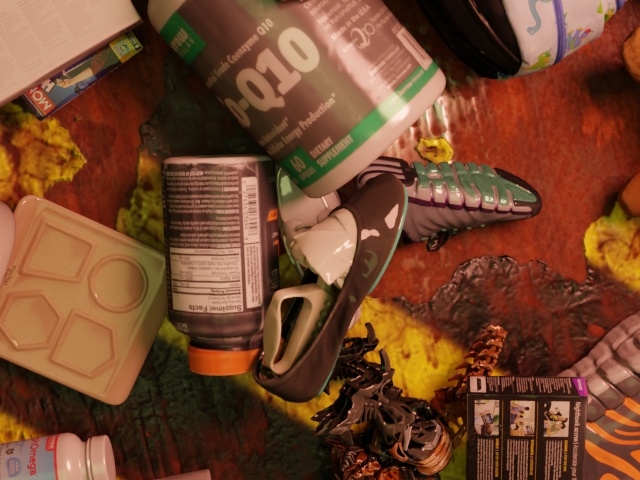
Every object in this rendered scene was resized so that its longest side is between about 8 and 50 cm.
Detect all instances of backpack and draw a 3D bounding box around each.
[{"bbox_3d":[0.177,-0.344,1.109,0.273,0.290,0.355,-20,104,-15],"label":"backpack"}]

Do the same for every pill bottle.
[{"bbox_3d":[-0.112,0.027,1.197,0.130,0.130,0.245,-2,97,-4],"label":"pill bottle"},{"bbox_3d":[-0.325,0.273,1.231,0.160,0.087,0.087,-9,97,-3],"label":"pill bottle"},{"bbox_3d":[-0.053,-0.239,1.134,0.204,0.204,0.361,-42,97,1],"label":"pill bottle"}]

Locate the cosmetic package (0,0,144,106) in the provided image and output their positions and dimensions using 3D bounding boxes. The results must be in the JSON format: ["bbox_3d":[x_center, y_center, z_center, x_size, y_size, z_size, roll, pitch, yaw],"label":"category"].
[{"bbox_3d":[-0.318,-0.218,1.128,0.239,0.060,0.099,-30,100,0],"label":"cosmetic package"}]

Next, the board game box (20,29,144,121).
[{"bbox_3d":[-0.331,-0.240,1.186,0.194,0.060,0.194,-35,98,2],"label":"board game box"}]

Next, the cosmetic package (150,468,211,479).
[{"bbox_3d":[-0.163,0.477,1.213,0.155,0.197,0.365,-11,96,-3],"label":"cosmetic package"}]

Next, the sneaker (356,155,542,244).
[{"bbox_3d":[0.146,-0.038,1.248,0.224,0.083,0.098,8,125,-8],"label":"sneaker"}]

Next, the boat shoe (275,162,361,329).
[{"bbox_3d":[0.000,0.000,1.228,0.083,0.076,0.226,-24,97,-1],"label":"boat shoe"}]

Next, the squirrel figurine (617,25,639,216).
[{"bbox_3d":[0.522,-0.249,1.177,0.397,0.281,0.370,-11,87,-17],"label":"squirrel figurine"}]

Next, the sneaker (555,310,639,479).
[{"bbox_3d":[0.396,0.203,1.269,0.321,0.124,0.180,-36,102,11],"label":"sneaker"}]

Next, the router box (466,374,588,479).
[{"bbox_3d":[0.233,0.242,1.202,0.133,0.046,0.179,1,113,7],"label":"router box"}]

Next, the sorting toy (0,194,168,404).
[{"bbox_3d":[-0.289,0.071,1.240,0.208,0.038,0.193,24,94,-11],"label":"sorting toy"}]

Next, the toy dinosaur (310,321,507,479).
[{"bbox_3d":[0.084,0.219,1.248,0.218,0.164,0.322,44,73,-22],"label":"toy dinosaur"}]

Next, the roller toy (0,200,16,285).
[{"bbox_3d":[-0.422,0.027,1.137,0.146,0.209,0.191,27,96,-28],"label":"roller toy"}]

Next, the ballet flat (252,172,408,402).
[{"bbox_3d":[0.004,0.051,1.141,0.096,0.095,0.280,15,102,-36],"label":"ballet flat"}]
